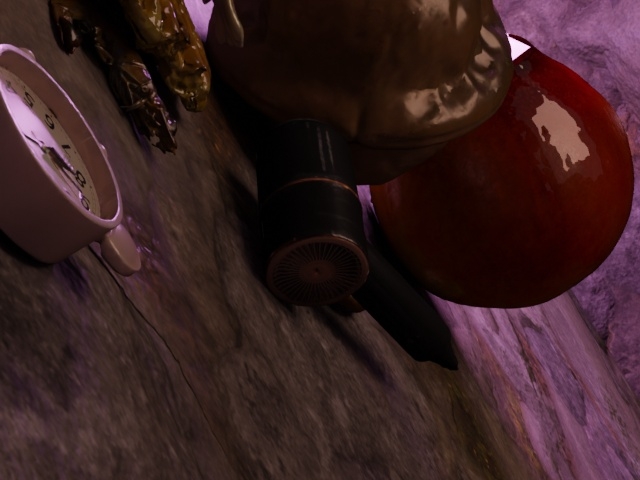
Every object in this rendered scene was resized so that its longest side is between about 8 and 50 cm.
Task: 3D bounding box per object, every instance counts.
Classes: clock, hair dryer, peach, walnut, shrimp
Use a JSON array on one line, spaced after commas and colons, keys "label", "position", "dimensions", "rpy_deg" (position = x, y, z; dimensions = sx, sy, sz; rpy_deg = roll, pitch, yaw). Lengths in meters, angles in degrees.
[{"label": "clock", "position": [-0.207, -0.060, 1.118], "dimensions": [0.229, 0.063, 0.156], "rpy_deg": [56, 11, -23]}, {"label": "hair dryer", "position": [0.053, 0.034, 1.700], "dimensions": [0.352, 0.107, 0.189], "rpy_deg": [47, 25, -40]}, {"label": "peach", "position": [0.235, -0.098, 2.157], "dimensions": [0.388, 0.388, 0.388], "rpy_deg": [54, 14, -20]}, {"label": "walnut", "position": [0.050, -0.251, 1.886], "dimensions": [0.383, 0.383, 0.383], "rpy_deg": [54, 14, -20]}, {"label": "shrimp", "position": [-0.191, -0.158, 1.451], "dimensions": [0.178, 0.034, 0.124], "rpy_deg": [62, 16, 20]}]

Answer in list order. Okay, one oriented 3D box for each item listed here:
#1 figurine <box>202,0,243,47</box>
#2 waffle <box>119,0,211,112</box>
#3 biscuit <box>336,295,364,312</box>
[{"label": "figurine", "position": [-0.096, -0.340, 1.681], "dimensions": [0.394, 0.226, 0.275], "rpy_deg": [-160, -121, -71]}, {"label": "waffle", "position": [-0.171, -0.247, 1.575], "dimensions": [0.291, 0.051, 0.291], "rpy_deg": [-25, 90, -88]}, {"label": "biscuit", "position": [-0.001, 0.001, 1.797], "dimensions": [0.188, 0.027, 0.188], "rpy_deg": [52, 15, -20]}]
